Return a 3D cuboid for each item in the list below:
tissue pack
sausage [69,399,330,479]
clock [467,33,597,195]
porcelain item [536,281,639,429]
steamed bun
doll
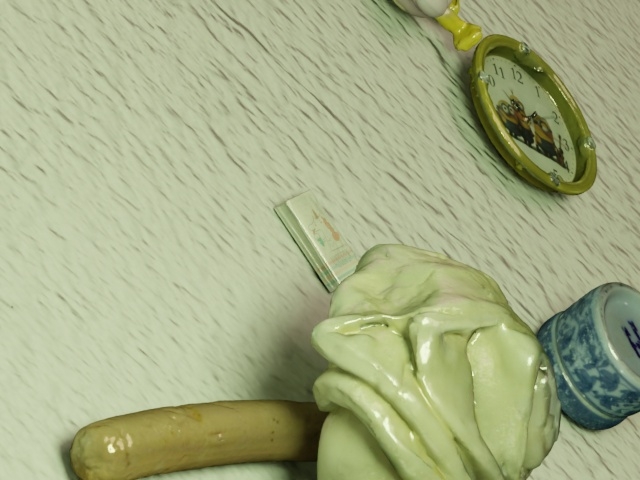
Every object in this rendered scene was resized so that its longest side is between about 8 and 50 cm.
[{"bbox_3d":[0.000,0.000,1.963,0.108,0.023,0.056,57,35,5],"label":"tissue pack"},{"bbox_3d":[-0.101,0.176,1.666,0.301,0.066,0.065,2,60,-51],"label":"sausage"},{"bbox_3d":[0.258,-0.150,2.362,0.237,0.057,0.237,32,40,-32],"label":"clock"},{"bbox_3d":[0.325,0.134,2.146,0.147,0.114,0.147,28,44,-30],"label":"porcelain item"},{"bbox_3d":[0.118,0.154,1.743,0.280,0.207,0.267,-54,141,-60],"label":"steamed bun"},{"bbox_3d":[0.058,-0.354,2.252,0.365,0.094,0.160,25,25,-36],"label":"doll"}]
